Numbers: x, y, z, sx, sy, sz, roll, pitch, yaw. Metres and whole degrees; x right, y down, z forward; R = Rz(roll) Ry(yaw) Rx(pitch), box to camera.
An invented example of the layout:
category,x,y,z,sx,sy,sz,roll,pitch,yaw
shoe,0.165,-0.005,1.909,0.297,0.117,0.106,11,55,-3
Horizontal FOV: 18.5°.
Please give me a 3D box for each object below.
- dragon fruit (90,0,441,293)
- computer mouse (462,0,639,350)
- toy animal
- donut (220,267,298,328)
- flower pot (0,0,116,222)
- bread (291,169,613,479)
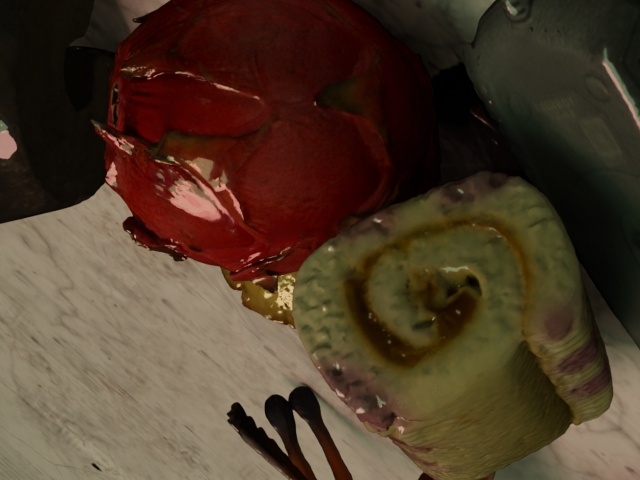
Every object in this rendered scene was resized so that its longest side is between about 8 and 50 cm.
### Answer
category,x,y,z,sx,sy,sz,roll,pitch,yaw
dragon fruit,-0.037,-0.082,1.432,0.252,0.241,0.241,31,151,-7
computer mouse,0.234,-0.040,1.289,0.371,0.122,0.188,54,156,-15
toy animal,0.034,0.263,1.772,0.284,0.225,0.302,138,116,-72
donut,0.000,0.000,1.571,0.178,0.162,0.065,58,142,42
flower pot,-0.312,-0.133,1.634,0.251,0.379,0.379,6,139,19
bread,0.105,0.068,1.408,0.155,0.187,0.338,62,-175,20
